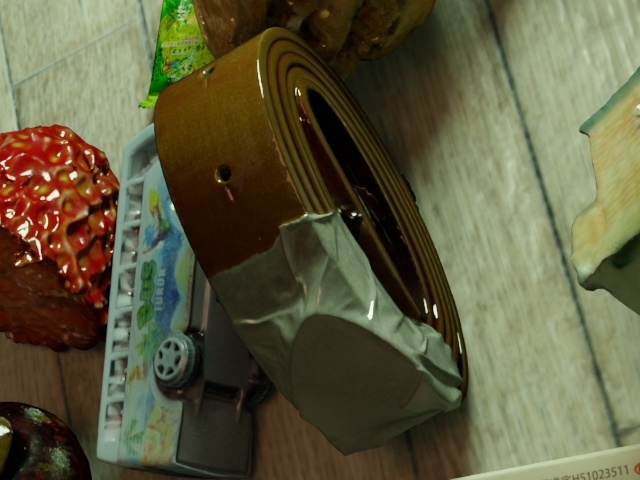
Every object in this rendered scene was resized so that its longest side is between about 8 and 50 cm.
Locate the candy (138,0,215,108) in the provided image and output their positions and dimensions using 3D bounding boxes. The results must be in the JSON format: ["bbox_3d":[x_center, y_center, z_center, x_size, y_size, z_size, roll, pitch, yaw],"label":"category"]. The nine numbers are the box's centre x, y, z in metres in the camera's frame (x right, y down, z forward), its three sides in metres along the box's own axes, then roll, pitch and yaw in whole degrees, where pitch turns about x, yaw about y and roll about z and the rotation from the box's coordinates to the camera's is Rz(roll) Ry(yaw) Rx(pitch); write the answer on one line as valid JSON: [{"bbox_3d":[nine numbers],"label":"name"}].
[{"bbox_3d":[-0.115,-0.209,1.671,0.102,0.032,0.178,1,78,32],"label":"candy"}]

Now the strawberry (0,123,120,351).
[{"bbox_3d":[-0.270,-0.014,1.648,0.234,0.234,0.178,9,55,34],"label":"strawberry"}]

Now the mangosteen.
[{"bbox_3d":[-0.291,0.221,1.576,0.172,0.184,0.172,-5,66,11],"label":"mangosteen"}]

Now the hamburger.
[{"bbox_3d":[-0.011,-0.257,1.493,0.260,0.211,0.245,-159,63,-70],"label":"hamburger"}]

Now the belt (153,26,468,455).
[{"bbox_3d":[0.000,0.000,1.416,0.122,0.217,0.338,-26,91,24],"label":"belt"}]

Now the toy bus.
[{"bbox_3d":[-0.119,0.047,1.566,0.136,0.109,0.329,-9,71,42],"label":"toy bus"}]

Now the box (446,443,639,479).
[{"bbox_3d":[0.151,0.286,1.353,0.353,0.069,0.214,-14,70,27],"label":"box"}]

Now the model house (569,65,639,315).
[{"bbox_3d":[0.329,-0.099,1.309,0.267,0.194,0.325,-46,25,27],"label":"model house"}]
